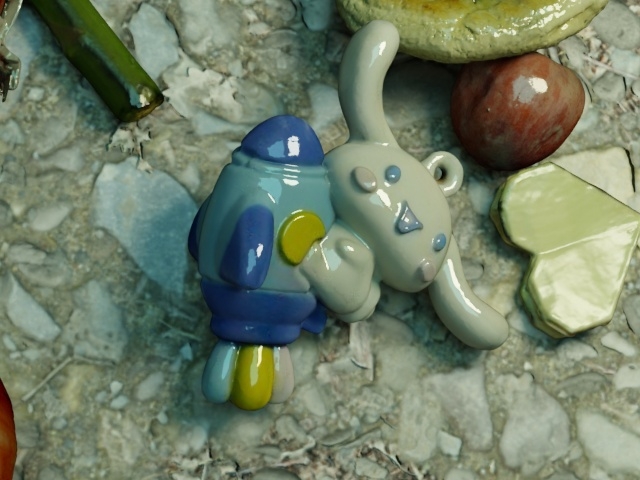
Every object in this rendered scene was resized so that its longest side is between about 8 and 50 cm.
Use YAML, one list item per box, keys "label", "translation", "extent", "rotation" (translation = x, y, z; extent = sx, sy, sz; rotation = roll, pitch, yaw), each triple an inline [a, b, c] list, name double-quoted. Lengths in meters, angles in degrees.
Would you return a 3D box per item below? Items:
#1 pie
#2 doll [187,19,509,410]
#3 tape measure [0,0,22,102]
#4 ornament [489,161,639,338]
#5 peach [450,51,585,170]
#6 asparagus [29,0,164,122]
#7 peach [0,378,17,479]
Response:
- label: "pie"
  translation: [0.171, -0.314, 1.450]
  extent: [0.338, 0.075, 0.337]
  rotation: [-1, 47, 1]
- label: "doll"
  translation: [0.001, -0.002, 1.334]
  extent: [0.366, 0.187, 0.376]
  rotation: [-25, 80, -14]
- label: "tape measure"
  translation: [-0.449, -0.288, 1.354]
  extent: [0.258, 0.130, 0.265]
  rotation: [8, 81, 3]
- label: "ornament"
  translation: [0.305, 0.003, 1.456]
  extent: [0.180, 0.059, 0.201]
  rotation: [-17, 81, -15]
- label: "peach"
  translation: [0.221, -0.151, 1.450]
  extent: [0.152, 0.152, 0.152]
  rotation: [2, 75, -9]
- label: "asparagus"
  translation: [-0.280, -0.250, 1.423]
  extent: [0.067, 0.060, 0.277]
  rotation: [-34, 82, -13]
- label: "peach"
  translation: [-0.455, 0.208, 1.155]
  extent: [0.339, 0.281, 0.281]
  rotation: [4, 74, -17]
